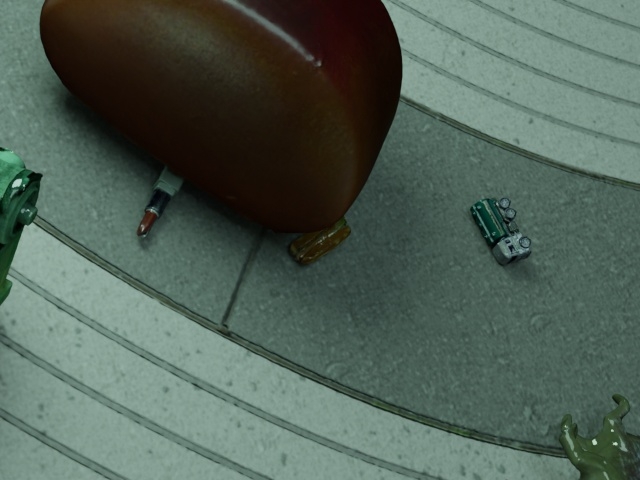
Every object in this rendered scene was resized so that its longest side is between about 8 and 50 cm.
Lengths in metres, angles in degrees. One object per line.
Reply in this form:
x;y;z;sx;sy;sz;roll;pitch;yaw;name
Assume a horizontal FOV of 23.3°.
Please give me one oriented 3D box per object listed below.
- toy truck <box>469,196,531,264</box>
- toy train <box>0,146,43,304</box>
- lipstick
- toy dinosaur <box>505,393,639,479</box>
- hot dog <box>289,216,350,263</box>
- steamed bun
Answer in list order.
0.212;-0.012;1.831;0.044;0.039;0.083;-22;76;-18;toy truck
-0.353;0.038;1.352;0.120;0.202;0.301;28;37;0;toy train
-0.170;-0.044;1.641;0.025;0.025;0.107;33;53;-10;lipstick
0.313;0.271;1.716;0.294;0.077;0.162;-37;87;-38;toy dinosaur
0.000;0.000;1.717;0.083;0.021;0.037;-33;63;-34;hot dog
-0.082;-0.200;1.615;0.379;0.248;0.235;37;44;-9;steamed bun
